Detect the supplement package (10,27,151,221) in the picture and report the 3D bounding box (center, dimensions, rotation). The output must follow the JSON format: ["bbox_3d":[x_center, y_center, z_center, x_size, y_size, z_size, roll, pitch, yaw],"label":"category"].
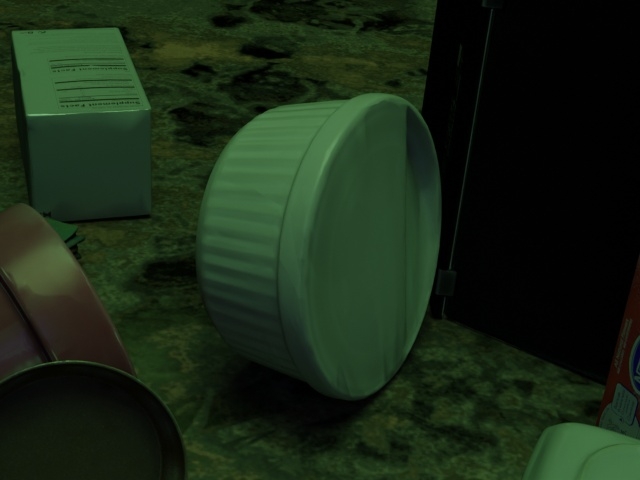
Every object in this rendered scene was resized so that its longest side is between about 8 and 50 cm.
[{"bbox_3d":[-0.280,-0.139,1.301,0.133,0.139,0.244,-5,33,-17],"label":"supplement package"}]

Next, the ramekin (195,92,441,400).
[{"bbox_3d":[0.000,0.000,1.000,0.127,0.273,0.273,8,28,29],"label":"ramekin"}]

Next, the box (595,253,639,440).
[{"bbox_3d":[0.306,0.110,0.850,0.122,0.257,0.128,-13,35,-27],"label":"box"}]

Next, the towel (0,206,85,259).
[{"bbox_3d":[-0.435,0.053,1.047,0.271,0.040,0.370,15,33,18],"label":"towel"}]

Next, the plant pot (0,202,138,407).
[{"bbox_3d":[-0.262,0.099,0.860,0.180,0.201,0.201,-30,43,-22],"label":"plant pot"}]

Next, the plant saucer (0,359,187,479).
[{"bbox_3d":[-0.178,0.163,0.785,0.168,0.169,0.029,-4,10,-16],"label":"plant saucer"}]

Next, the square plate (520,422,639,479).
[{"bbox_3d":[0.257,0.230,0.623,0.347,0.049,0.344,17,26,19],"label":"square plate"}]

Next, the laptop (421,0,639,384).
[{"bbox_3d":[0.240,-0.107,1.089,0.236,0.382,0.408,4,30,-4],"label":"laptop"}]
